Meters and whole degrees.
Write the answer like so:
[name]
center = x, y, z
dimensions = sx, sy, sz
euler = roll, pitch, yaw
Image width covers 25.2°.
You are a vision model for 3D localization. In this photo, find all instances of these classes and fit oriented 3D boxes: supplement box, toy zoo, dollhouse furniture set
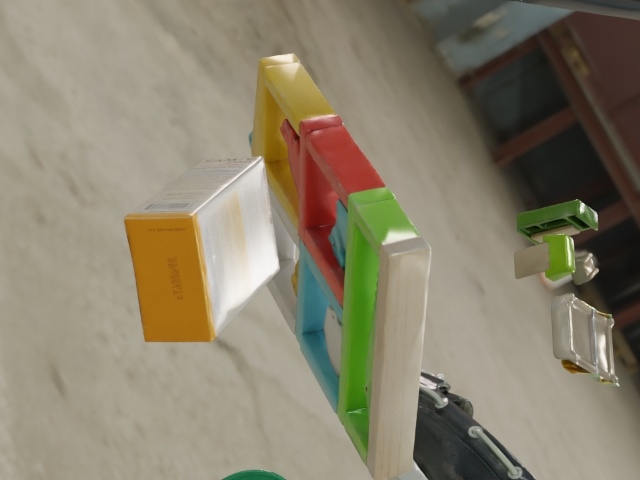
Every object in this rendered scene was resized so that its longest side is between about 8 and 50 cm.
[supplement box]
center = -0.055, 0.003, 0.682
dimensions = 0.098, 0.036, 0.062
euler = -46, 132, -65
[toy zoo]
center = 0.000, 0.000, 1.005
dimensions = 0.293, 0.030, 0.192
euler = -121, -154, -48
[dollhouse furniture set]
center = 0.191, 0.045, 1.143
dimensions = 0.076, 0.058, 0.152
euler = 27, 55, -45

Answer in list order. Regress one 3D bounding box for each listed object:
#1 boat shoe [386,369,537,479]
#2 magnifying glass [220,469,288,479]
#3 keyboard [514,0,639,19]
[boat shoe]
center = 0.089, 0.162, 1.176
dimensions = 0.302, 0.091, 0.114
euler = 51, -11, 54
[magnifying glass]
center = -0.109, 0.274, 1.159
dimensions = 0.092, 0.231, 0.026
euler = 52, -4, 23
[keyboard]
center = 0.162, -0.239, 0.897
dimensions = 0.317, 0.202, 0.033
euler = 2, 32, -32
